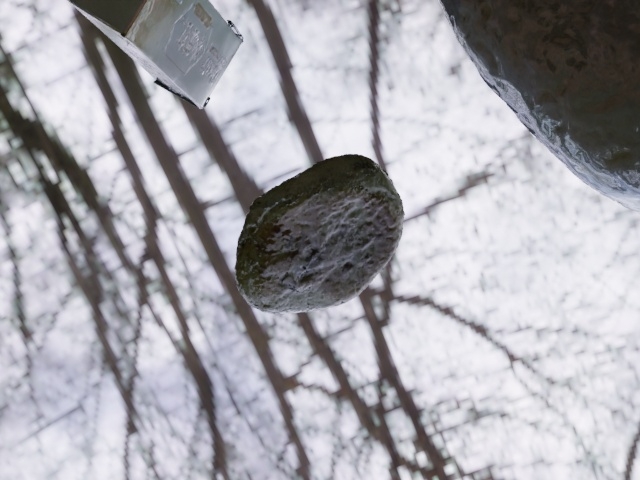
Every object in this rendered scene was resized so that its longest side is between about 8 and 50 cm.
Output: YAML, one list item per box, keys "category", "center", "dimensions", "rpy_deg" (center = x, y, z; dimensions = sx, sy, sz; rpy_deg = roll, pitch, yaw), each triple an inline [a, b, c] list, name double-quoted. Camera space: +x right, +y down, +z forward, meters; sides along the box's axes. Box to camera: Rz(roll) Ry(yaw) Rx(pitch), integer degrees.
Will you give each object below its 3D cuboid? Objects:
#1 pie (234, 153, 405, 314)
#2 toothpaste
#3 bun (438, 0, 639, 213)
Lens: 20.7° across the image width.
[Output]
- category: "pie"
  center: [0.000, 0.000, 1.706]
  dimensions: [0.187, 0.187, 0.041]
  rpy_deg: [-31, -133, -10]
- category: "toothpaste"
  center: [-0.141, -0.194, 1.548]
  dimensions: [0.071, 0.313, 0.089]
  rpy_deg: [30, -92, 10]
- category: "bun"
  center: [0.243, -0.181, 1.242]
  dimensions: [0.211, 0.362, 0.362]
  rpy_deg: [-41, -152, 36]
